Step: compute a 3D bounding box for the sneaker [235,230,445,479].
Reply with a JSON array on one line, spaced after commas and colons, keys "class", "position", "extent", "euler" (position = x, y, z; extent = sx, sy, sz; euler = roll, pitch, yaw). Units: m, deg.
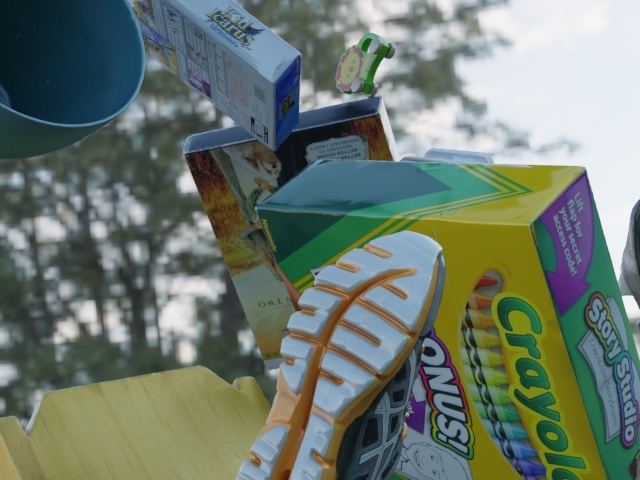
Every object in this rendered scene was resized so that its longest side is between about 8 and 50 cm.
[{"class": "sneaker", "position": [0.021, 0.095, 0.897], "extent": [0.084, 0.214, 0.083], "euler": [30, 6, 42]}]

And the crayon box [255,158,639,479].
[{"class": "crayon box", "position": [0.135, 0.107, 1.361], "extent": [0.313, 0.362, 0.106], "euler": [5, 35, 45]}]

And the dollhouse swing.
[{"class": "dollhouse swing", "position": [-0.214, 0.357, 1.578], "extent": [0.347, 0.315, 0.305], "euler": [-7, -31, -46]}]

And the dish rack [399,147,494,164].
[{"class": "dish rack", "position": [0.118, 0.049, 1.827], "extent": [0.072, 0.332, 0.285], "euler": [7, 3, -16]}]

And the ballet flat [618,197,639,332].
[{"class": "ballet flat", "position": [0.469, 0.090, 2.045], "extent": [0.108, 0.316, 0.106], "euler": [-27, 10, -32]}]

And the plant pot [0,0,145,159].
[{"class": "plant pot", "position": [-0.376, -0.207, 1.708], "extent": [0.290, 0.290, 0.195], "euler": [3, -29, -41]}]

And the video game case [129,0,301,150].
[{"class": "video game case", "position": [-0.136, -0.249, 1.927], "extent": [0.244, 0.061, 0.269], "euler": [37, -13, 7]}]

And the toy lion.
[{"class": "toy lion", "position": [0.058, -0.255, 2.135], "extent": [0.034, 0.100, 0.096], "euler": [15, 19, -32]}]

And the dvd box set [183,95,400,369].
[{"class": "dvd box set", "position": [0.000, 0.000, 2.264], "extent": [0.308, 0.420, 0.062], "euler": [-10, 32, 14]}]
